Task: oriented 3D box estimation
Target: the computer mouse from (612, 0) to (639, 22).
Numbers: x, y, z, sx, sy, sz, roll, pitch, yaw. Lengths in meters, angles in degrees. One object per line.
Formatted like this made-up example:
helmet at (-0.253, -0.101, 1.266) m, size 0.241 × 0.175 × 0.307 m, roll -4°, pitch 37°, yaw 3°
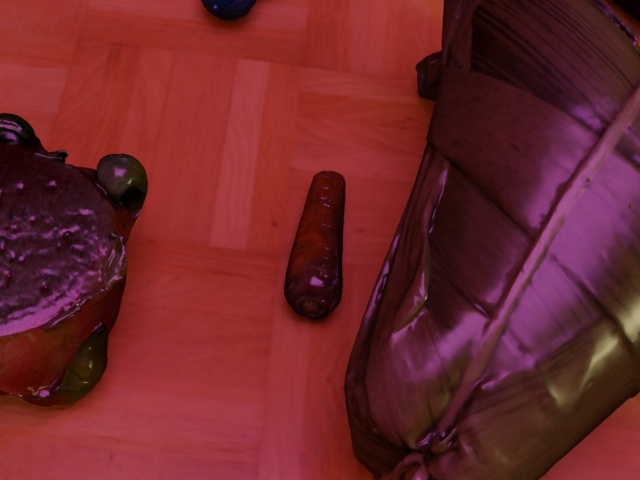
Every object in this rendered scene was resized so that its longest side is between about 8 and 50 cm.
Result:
computer mouse at (0.418, -0.360, 1.144) m, size 0.183 × 0.116 × 0.323 m, roll -32°, pitch 66°, yaw -29°

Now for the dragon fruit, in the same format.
dragon fruit at (-0.284, 0.016, 0.811) m, size 0.295 × 0.130 × 0.268 m, roll -20°, pitch 63°, yaw -18°

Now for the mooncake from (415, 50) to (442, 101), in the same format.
mooncake at (0.180, -0.185, 1.000) m, size 0.125 × 0.130 × 0.073 m, roll -20°, pitch 95°, yaw -20°

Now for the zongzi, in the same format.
zongzi at (0.087, -0.027, 0.813) m, size 0.500 × 0.218 × 0.467 m, roll -37°, pitch 69°, yaw -14°

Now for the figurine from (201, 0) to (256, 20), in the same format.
figurine at (-0.080, -0.297, 1.078) m, size 0.136 × 0.077 × 0.079 m, roll -18°, pitch 96°, yaw -34°

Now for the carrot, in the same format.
carrot at (0.000, 0.000, 0.905) m, size 0.055 × 0.055 × 0.161 m, roll 9°, pitch 56°, yaw -1°
